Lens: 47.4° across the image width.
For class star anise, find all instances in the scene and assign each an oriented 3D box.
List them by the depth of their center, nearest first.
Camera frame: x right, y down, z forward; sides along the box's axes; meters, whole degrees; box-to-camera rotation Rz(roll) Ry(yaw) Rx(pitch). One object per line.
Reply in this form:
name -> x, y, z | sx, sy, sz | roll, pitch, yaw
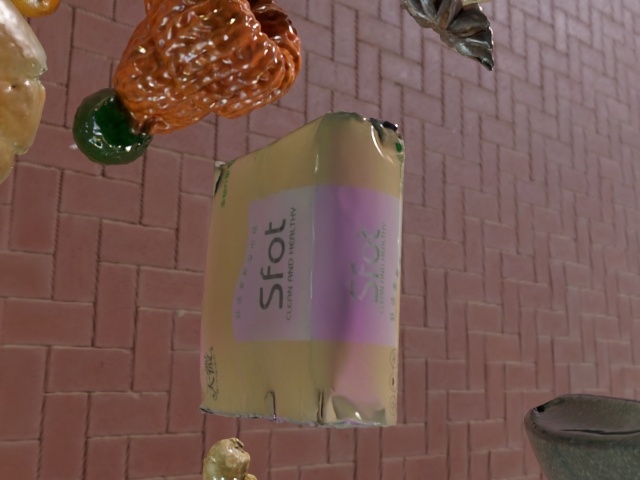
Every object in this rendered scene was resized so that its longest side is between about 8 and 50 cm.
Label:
star anise -> 0.193, -0.334, 1.091 | 0.065, 0.195, 0.182 | -56, 141, -1

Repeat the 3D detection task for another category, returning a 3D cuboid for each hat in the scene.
hat -> -0.233, -0.282, 1.240 | 0.285, 0.400, 0.285 | 38, 32, -29

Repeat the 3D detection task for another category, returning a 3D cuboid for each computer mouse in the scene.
computer mouse -> 0.299, 0.243, 0.705 | 0.203, 0.374, 0.114 | 43, 78, 5

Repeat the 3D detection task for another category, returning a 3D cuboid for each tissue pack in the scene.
tissue pack -> -0.017, 0.036, 0.668 | 0.123, 0.215, 0.256 | 9, 76, -35

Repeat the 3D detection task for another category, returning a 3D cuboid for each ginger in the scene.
ginger -> -0.142, 0.453, 1.100 | 0.148, 0.081, 0.333 | 10, 94, -55

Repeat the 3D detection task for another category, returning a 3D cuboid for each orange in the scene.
orange -> -0.419, -0.366, 1.068 | 0.083, 0.083, 0.083 | 8, 78, -38

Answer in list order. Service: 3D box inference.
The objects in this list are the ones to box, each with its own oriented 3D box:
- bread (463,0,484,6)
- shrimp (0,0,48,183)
bread -> 0.355, -0.652, 1.393 | 0.245, 0.424, 0.329 | 5, 42, -25
shrimp -> -0.246, -0.028, 0.339 | 0.267, 0.061, 0.145 | -47, 141, -11
